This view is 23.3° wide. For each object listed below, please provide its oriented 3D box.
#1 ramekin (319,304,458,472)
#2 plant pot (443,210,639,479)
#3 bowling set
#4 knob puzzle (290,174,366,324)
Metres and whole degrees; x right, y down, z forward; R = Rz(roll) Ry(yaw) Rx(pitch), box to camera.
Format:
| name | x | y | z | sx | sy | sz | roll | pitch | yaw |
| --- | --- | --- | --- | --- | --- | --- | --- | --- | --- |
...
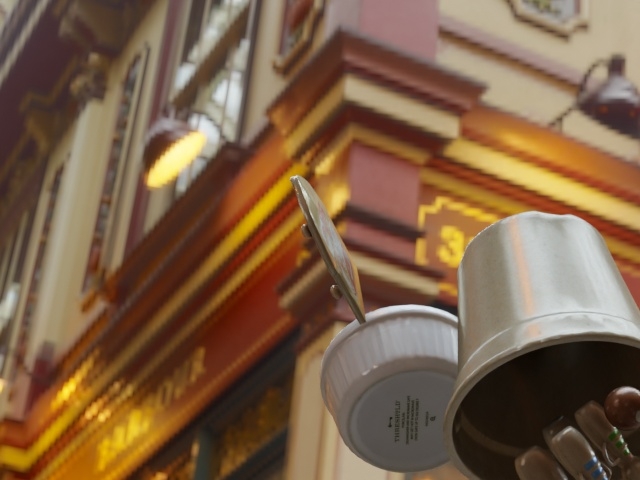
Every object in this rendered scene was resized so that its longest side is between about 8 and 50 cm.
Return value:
| name | x | y | z | sx | sy | sz | roll | pitch | yaw |
| --- | --- | --- | --- | --- | --- | --- | --- | --- | --- |
| ramekin | 0.138 | 0.243 | 2.419 | 0.273 | 0.127 | 0.273 | -3 | -56 | -5 |
| plant pot | 0.314 | 0.136 | 2.137 | 0.334 | 0.305 | 0.333 | -3 | -46 | -3 |
| bowling set | 0.342 | 0.288 | 1.890 | 0.200 | 0.287 | 0.154 | -41 | -95 | 36 |
| knob puzzle | 0.000 | 0.000 | 2.035 | 0.030 | 0.213 | 0.213 | -25 | -39 | 8 |
